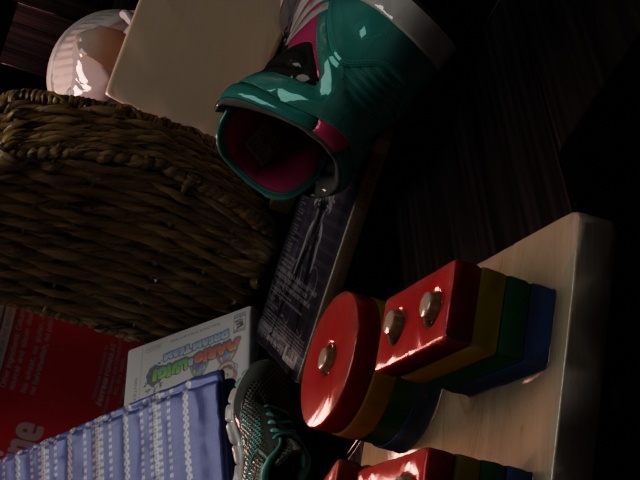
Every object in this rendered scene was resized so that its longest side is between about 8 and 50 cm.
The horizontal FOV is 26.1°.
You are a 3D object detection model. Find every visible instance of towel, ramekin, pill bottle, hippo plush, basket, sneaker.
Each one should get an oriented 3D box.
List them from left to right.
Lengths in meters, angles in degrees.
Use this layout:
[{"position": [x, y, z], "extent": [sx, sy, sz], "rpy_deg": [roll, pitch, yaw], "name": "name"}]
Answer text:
[{"position": [-0.379, 0.142, 1.574], "extent": [0.229, 0.408, 0.229], "rpy_deg": [-163, 90, -73], "name": "pill bottle"}, {"position": [-0.184, 0.270, 1.193], "extent": [0.336, 0.040, 0.243], "rpy_deg": [-24, 60, 32], "name": "towel"}, {"position": [-0.202, -0.050, 1.386], "extent": [0.223, 0.299, 0.213], "rpy_deg": [-100, 32, -56], "name": "basket"}, {"position": [-0.277, -0.231, 1.973], "extent": [0.109, 0.207, 0.207], "rpy_deg": [4, 78, 63], "name": "ramekin"}, {"position": [-0.208, -0.194, 1.806], "extent": [0.294, 0.234, 0.236], "rpy_deg": [-42, 9, 50], "name": "hippo plush"}, {"position": [-0.034, 0.167, 1.091], "extent": [0.076, 0.065, 0.166], "rpy_deg": [-34, 46, 44], "name": "sneaker"}, {"position": [-0.012, -0.122, 1.122], "extent": [0.178, 0.124, 0.295], "rpy_deg": [-48, 19, -3], "name": "sneaker"}]

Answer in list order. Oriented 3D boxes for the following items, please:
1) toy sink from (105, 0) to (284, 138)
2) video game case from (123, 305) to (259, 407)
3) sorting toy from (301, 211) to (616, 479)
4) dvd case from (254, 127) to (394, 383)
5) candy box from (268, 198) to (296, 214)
[{"position": [-0.106, -0.238, 1.471], "extent": [0.234, 0.153, 0.131], "rpy_deg": [-64, -2, 31], "name": "toy sink"}, {"position": [-0.124, 0.147, 1.294], "extent": [0.157, 0.019, 0.143], "rpy_deg": [-21, 52, 30], "name": "video game case"}, {"position": [0.051, 0.129, 0.789], "extent": [0.255, 0.089, 0.257], "rpy_deg": [143, 140, -63], "name": "sorting toy"}, {"position": [0.000, 0.000, 1.190], "extent": [0.164, 0.018, 0.221], "rpy_deg": [-148, 75, -73], "name": "dvd case"}, {"position": [-0.026, -0.128, 1.377], "extent": [0.206, 0.027, 0.105], "rpy_deg": [-96, 30, -52], "name": "candy box"}]
